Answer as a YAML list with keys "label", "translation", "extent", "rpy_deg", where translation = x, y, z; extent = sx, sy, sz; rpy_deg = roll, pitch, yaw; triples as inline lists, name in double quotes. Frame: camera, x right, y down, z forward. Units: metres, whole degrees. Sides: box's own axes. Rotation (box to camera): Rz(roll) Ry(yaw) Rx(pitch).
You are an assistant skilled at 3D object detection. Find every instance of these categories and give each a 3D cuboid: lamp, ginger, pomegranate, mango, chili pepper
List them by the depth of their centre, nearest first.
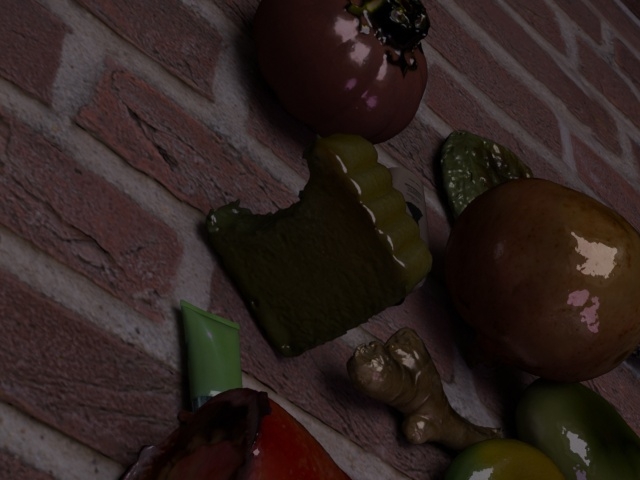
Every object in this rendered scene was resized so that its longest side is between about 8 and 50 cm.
- label: "chili pepper"
  translation: [-0.057, 0.320, 1.206]
  extent: [0.305, 0.229, 0.251]
  rpy_deg: [46, 31, -34]
- label: "ginger"
  translation: [0.144, 0.219, 1.629]
  extent: [0.334, 0.081, 0.148]
  rpy_deg: [47, 29, -32]
- label: "mango"
  translation: [0.265, 0.346, 1.650]
  extent: [0.237, 0.091, 0.137]
  rpy_deg: [33, 59, -35]
- label: "lamp"
  translation: [0.046, -0.297, 1.782]
  extent: [0.305, 0.239, 0.305]
  rpy_deg: [33, 40, -32]
- label: "pomegranate"
  translation: [0.343, 0.077, 1.813]
  extent: [0.338, 0.338, 0.338]
  rpy_deg: [32, 41, -33]

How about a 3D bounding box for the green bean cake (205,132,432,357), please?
- label: "green bean cake"
  translation: [0.000, 0.000, 1.490]
  extent: [0.233, 0.236, 0.124]
  rpy_deg: [59, 31, -1]

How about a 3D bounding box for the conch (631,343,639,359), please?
- label: "conch"
  translation: [0.647, 0.151, 2.262]
  extent: [0.245, 0.163, 0.178]
  rpy_deg: [-112, 177, -73]

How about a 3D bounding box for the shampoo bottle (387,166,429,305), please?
- label: "shampoo bottle"
  translation: [0.114, -0.002, 1.773]
  extent: [0.127, 0.078, 0.257]
  rpy_deg: [38, 39, -27]

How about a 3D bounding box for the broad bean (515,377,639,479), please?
- label: "broad bean"
  translation: [0.420, 0.334, 1.847]
  extent: [0.291, 0.119, 0.238]
  rpy_deg: [34, 40, -29]

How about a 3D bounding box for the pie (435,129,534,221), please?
- label: "pie"
  translation: [0.317, -0.078, 2.101]
  extent: [0.306, 0.071, 0.306]
  rpy_deg: [33, 39, -32]

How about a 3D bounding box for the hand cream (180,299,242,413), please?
- label: "hand cream"
  translation: [-0.125, 0.156, 1.376]
  extent: [0.095, 0.046, 0.175]
  rpy_deg: [26, 38, -36]
